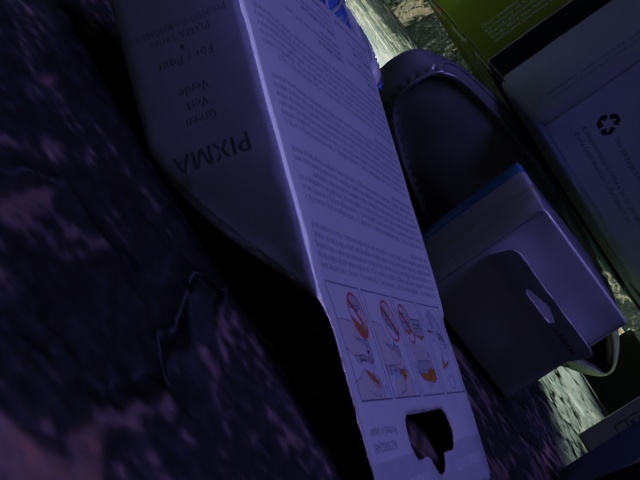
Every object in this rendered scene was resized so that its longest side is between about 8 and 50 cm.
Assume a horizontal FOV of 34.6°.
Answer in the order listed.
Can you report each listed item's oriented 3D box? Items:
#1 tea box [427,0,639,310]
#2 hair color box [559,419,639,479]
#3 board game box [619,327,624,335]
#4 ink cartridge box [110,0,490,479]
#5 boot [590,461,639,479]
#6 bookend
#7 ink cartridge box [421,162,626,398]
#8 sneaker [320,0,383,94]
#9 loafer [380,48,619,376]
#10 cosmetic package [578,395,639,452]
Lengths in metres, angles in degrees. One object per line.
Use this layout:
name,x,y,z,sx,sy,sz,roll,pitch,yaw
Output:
tea box,0.295,-0.112,0.905,0.329,0.220,0.323,51,11,-30
hair color box,0.287,0.274,0.541,0.374,0.113,0.185,52,13,-5
board game box,0.365,0.109,1.388,0.193,0.053,0.305,46,15,-31
ink cartridge box,0.000,0.000,0.420,0.181,0.056,0.225,19,56,-69
boot,0.125,0.188,0.275,0.263,0.091,0.229,176,-108,-88
bookend,0.374,0.204,1.127,0.156,0.072,0.157,43,16,-42
ink cartridge box,0.126,0.025,0.666,0.092,0.090,0.143,51,14,-10
sneaker,-0.025,-0.160,0.631,0.081,0.080,0.211,44,14,-48
loafer,0.145,-0.013,0.789,0.319,0.112,0.111,47,6,-32
cosmetic package,0.365,0.143,0.749,0.129,0.296,0.153,45,17,-39
